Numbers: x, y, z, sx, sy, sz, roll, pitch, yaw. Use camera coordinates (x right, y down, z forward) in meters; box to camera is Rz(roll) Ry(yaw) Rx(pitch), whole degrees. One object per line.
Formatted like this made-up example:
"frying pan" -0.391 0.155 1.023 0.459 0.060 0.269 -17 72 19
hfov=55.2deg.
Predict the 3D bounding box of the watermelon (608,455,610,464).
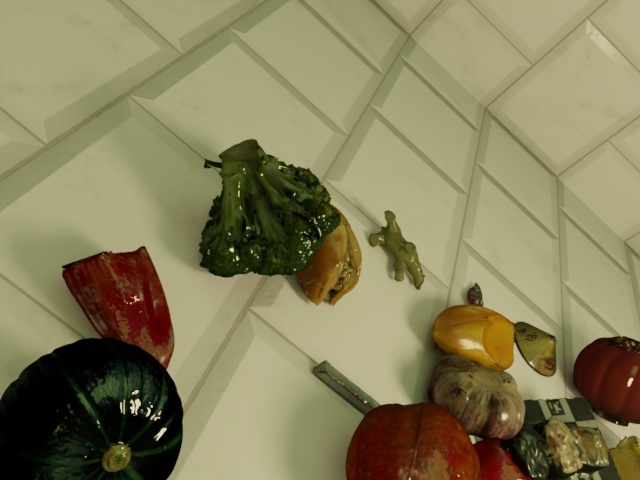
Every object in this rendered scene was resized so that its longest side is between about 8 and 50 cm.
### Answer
"watermelon" 0.735 0.630 1.633 0.145 0.137 0.193 52 -6 8

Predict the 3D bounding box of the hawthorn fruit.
"hawthorn fruit" 0.174 0.428 1.142 0.258 0.258 0.262 36 10 -16

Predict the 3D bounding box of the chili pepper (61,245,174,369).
"chili pepper" -0.319 0.130 1.042 0.253 0.136 0.144 63 -7 4

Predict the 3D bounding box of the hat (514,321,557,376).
"hat" 0.692 0.318 1.895 0.193 0.082 0.193 26 42 -25

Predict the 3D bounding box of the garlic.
"garlic" 0.359 0.380 1.442 0.244 0.161 0.245 17 24 -8

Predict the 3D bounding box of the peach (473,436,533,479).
"peach" 0.380 0.515 1.294 0.226 0.190 0.196 1 79 -27

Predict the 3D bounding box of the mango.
"mango" 0.388 0.249 1.605 0.257 0.138 0.187 23 48 -28

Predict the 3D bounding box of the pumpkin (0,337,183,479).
"pumpkin" -0.326 0.248 0.844 0.248 0.248 0.248 27 41 -26

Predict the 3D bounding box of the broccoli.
"broccoli" -0.126 -0.068 1.264 0.321 0.303 0.283 -117 -175 -52

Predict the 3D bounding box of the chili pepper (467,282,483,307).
"chili pepper" 0.464 0.171 1.833 0.050 0.041 0.153 62 17 -13

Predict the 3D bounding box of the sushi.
"sushi" 0.571 0.500 1.473 0.373 0.100 0.296 2 52 -16

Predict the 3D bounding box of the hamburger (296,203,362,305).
"hamburger" 0.000 0.000 1.424 0.144 0.156 0.283 4 57 -43

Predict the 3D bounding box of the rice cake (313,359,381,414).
"rice cake" 0.071 0.325 1.299 0.207 0.033 0.033 40 35 -10

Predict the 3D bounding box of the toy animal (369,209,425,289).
"toy animal" 0.222 0.031 1.689 0.219 0.103 0.101 57 13 19

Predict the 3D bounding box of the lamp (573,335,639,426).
"lamp" 0.937 0.431 1.884 0.303 0.257 0.303 20 6 -2

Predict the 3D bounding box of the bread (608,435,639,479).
"bread" 0.899 0.665 1.735 0.169 0.140 0.160 51 25 11
